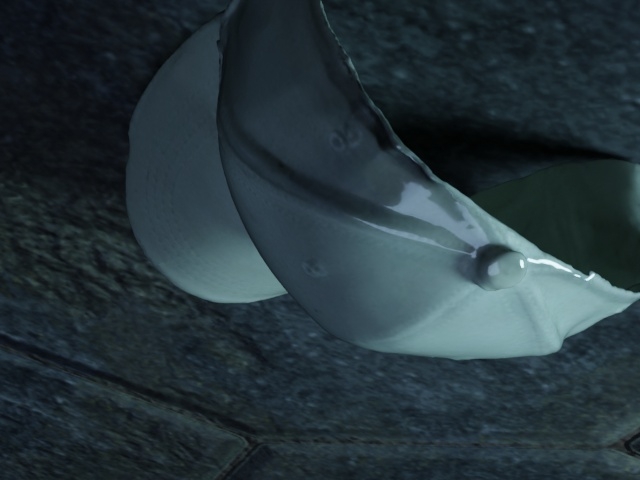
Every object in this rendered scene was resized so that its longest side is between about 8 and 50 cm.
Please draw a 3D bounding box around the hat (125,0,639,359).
[{"bbox_3d":[0.004,-0.007,0.846,0.258,0.168,0.301,32,145,-25],"label":"hat"}]
